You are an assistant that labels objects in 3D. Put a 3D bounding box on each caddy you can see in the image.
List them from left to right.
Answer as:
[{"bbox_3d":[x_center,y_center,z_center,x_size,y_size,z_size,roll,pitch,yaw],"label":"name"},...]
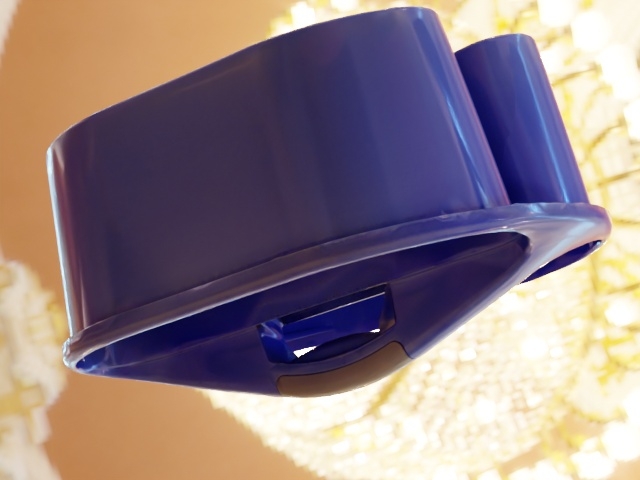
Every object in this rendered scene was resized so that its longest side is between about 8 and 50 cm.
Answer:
[{"bbox_3d":[0.000,0.000,1.092,0.341,0.241,0.179,-19,-104,33],"label":"caddy"}]
